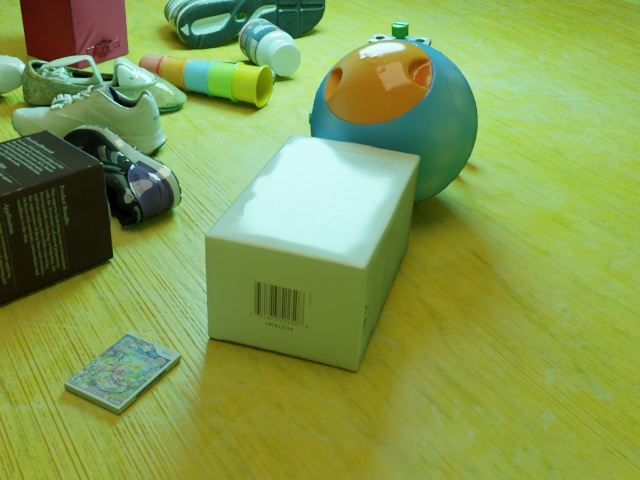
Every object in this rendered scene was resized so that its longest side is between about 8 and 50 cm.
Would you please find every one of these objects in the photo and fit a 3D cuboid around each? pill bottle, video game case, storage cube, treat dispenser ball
[{"bbox_3d":[-0.122,-0.478,1.998,0.108,0.107,0.180,-13,35,-25],"label":"pill bottle"},{"bbox_3d":[-0.247,0.164,1.009,0.087,0.011,0.122,18,34,23],"label":"video game case"},{"bbox_3d":[-0.611,-0.558,1.999,0.215,0.193,0.184,20,35,27],"label":"storage cube"},{"bbox_3d":[0.126,-0.202,1.390,0.288,0.288,0.288,3,31,-2],"label":"treat dispenser ball"}]

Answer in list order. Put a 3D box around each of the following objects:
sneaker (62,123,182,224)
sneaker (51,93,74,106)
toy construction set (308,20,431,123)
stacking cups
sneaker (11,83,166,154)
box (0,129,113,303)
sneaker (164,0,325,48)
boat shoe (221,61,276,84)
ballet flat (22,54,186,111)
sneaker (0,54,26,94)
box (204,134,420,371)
[{"bbox_3d":[-0.380,-0.114,1.376,0.283,0.107,0.124,25,43,32],"label":"sneaker"},{"bbox_3d":[-0.482,-0.263,1.653,0.167,0.064,0.076,-3,32,7],"label":"sneaker"},{"bbox_3d":[0.173,-0.295,1.597,0.309,0.237,0.258,29,39,35],"label":"toy construction set"},{"bbox_3d":[-0.269,-0.381,1.831,0.316,0.096,0.096,15,33,18],"label":"stacking cups"},{"bbox_3d":[-0.450,-0.245,1.558,0.297,0.129,0.111,1,32,-2],"label":"sneaker"},{"bbox_3d":[-0.441,-0.039,1.175,0.167,0.168,0.203,28,38,35],"label":"box"},{"bbox_3d":[-0.225,-0.671,2.248,0.448,0.169,0.257,-15,37,-24],"label":"sneaker"},{"bbox_3d":[-0.183,-0.384,1.894,0.152,0.049,0.056,10,50,2],"label":"boat shoe"},{"bbox_3d":[-0.467,-0.342,1.731,0.349,0.123,0.123,0,31,-6],"label":"ballet flat"},{"bbox_3d":[-0.748,-0.338,1.725,0.235,0.090,0.094,-9,29,1],"label":"sneaker"},{"bbox_3d":[0.000,0.000,1.157,0.215,0.168,0.345,11,32,14],"label":"box"}]
